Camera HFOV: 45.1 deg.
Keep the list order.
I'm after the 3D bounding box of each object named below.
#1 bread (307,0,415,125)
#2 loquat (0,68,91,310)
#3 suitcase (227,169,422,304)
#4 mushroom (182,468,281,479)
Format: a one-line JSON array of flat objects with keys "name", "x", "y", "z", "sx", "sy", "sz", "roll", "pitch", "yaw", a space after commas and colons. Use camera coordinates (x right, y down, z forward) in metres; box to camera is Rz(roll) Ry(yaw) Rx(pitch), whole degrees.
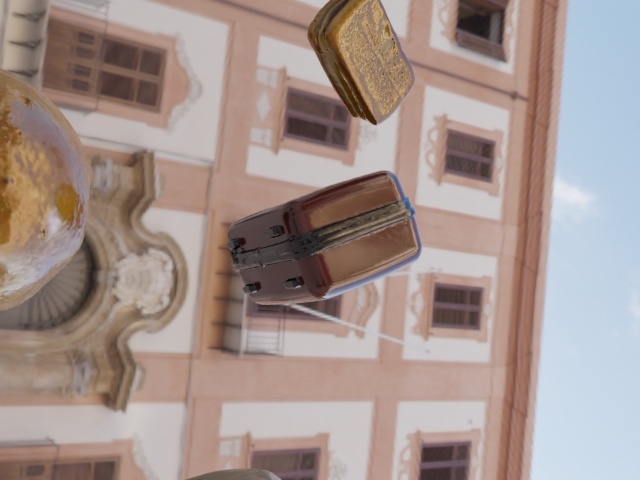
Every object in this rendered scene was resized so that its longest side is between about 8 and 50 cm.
[{"name": "bread", "x": 0.063, "y": -0.272, "z": 1.152, "sx": 0.077, "sy": 0.200, "sz": 0.116, "roll": 14, "pitch": -118, "yaw": 40}, {"name": "loquat", "x": -0.456, "y": -0.065, "z": 1.004, "sx": 0.328, "sy": 0.329, "sz": 0.328, "roll": -15, "pitch": -108, "yaw": 54}, {"name": "suitcase", "x": 0.000, "y": 0.000, "z": 1.242, "sx": 0.297, "sy": 0.236, "sz": 0.161, "roll": -15, "pitch": -84, "yaw": 63}, {"name": "mushroom", "x": -0.114, "y": 0.279, "z": 0.739, "sx": 0.096, "sy": 0.247, "sz": 0.108, "roll": 71, "pitch": 11, "yaw": -59}]
